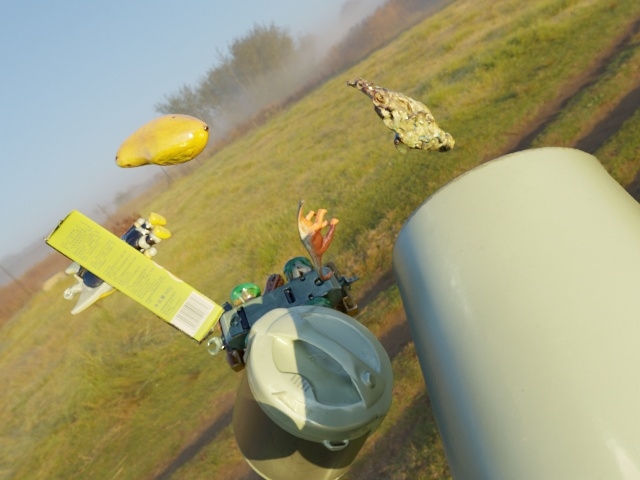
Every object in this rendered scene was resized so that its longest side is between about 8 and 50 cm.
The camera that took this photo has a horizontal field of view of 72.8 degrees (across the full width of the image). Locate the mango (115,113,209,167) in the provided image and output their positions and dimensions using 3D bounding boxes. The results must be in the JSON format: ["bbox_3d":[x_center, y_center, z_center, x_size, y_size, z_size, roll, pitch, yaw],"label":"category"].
[{"bbox_3d":[-0.265,-0.166,0.737,0.190,0.075,0.098,-9,41,27],"label":"mango"}]

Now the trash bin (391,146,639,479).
[{"bbox_3d":[0.231,0.156,0.348,0.280,0.280,0.432,-31,48,21],"label":"trash bin"}]

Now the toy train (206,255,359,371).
[{"bbox_3d":[-0.083,0.212,1.145,0.429,0.249,0.178,-25,50,-5],"label":"toy train"}]

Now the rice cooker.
[{"bbox_3d":[-0.021,0.285,0.828,0.288,0.288,0.277,-61,-10,-56],"label":"rice cooker"}]

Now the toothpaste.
[{"bbox_3d":[-0.332,0.072,0.812,0.077,0.327,0.110,-56,6,-13],"label":"toothpaste"}]

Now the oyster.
[{"bbox_3d":[0.177,-0.274,0.950,0.092,0.260,0.198,-45,-15,29],"label":"oyster"}]

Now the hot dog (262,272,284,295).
[{"bbox_3d":[-0.150,0.155,1.376,0.038,0.062,0.144,-49,12,32],"label":"hot dog"}]

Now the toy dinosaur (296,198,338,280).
[{"bbox_3d":[-0.005,-0.002,0.876,0.055,0.279,0.101,22,72,33],"label":"toy dinosaur"}]

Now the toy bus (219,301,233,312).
[{"bbox_3d":[-0.253,0.213,1.235,0.031,0.083,0.037,-31,-31,-28],"label":"toy bus"}]

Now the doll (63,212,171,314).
[{"bbox_3d":[-0.521,0.048,1.096,0.316,0.145,0.103,-37,-11,6],"label":"doll"}]
